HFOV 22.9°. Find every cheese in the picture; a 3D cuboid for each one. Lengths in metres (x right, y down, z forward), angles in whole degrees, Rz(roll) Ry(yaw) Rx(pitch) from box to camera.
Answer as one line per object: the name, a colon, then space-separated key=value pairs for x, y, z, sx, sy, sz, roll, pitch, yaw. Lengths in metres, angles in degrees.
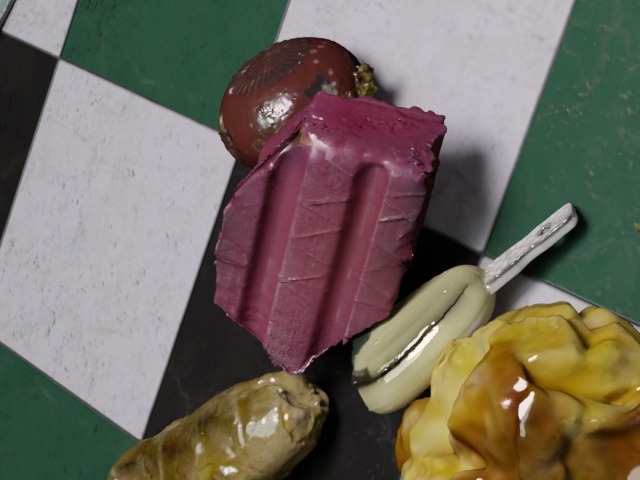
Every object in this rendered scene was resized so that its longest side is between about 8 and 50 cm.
cheese: x=0.132 y=0.051 z=1.423 sx=0.251 sy=0.054 sz=0.127 roll=-40 pitch=18 yaw=17

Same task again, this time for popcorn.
popcorn: x=0.174 y=0.190 z=1.283 sx=0.332 sy=0.225 sz=0.265 roll=-23 pitch=54 yaw=61

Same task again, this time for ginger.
ginger: x=-0.102 y=0.214 z=1.590 sx=0.263 sy=0.109 sz=0.116 roll=-28 pitch=69 yaw=37

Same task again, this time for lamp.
lamp: x=-0.021 y=-0.123 z=1.562 sx=0.156 sy=0.135 sz=0.157 roll=-36 pitch=27 yaw=-7

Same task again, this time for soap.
soap: x=0.000 y=0.000 z=1.473 sx=0.182 sy=0.112 sz=0.289 roll=19 pitch=128 yaw=7

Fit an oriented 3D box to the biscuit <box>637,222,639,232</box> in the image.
biscuit: x=0.374 y=-0.027 z=1.259 sx=0.237 sy=0.013 sz=0.232 roll=-45 pitch=56 yaw=27

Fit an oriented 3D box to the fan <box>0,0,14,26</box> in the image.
fan: x=-0.383 y=-0.354 z=1.999 sx=0.282 sy=0.023 sz=0.057 roll=-58 pitch=42 yaw=19
